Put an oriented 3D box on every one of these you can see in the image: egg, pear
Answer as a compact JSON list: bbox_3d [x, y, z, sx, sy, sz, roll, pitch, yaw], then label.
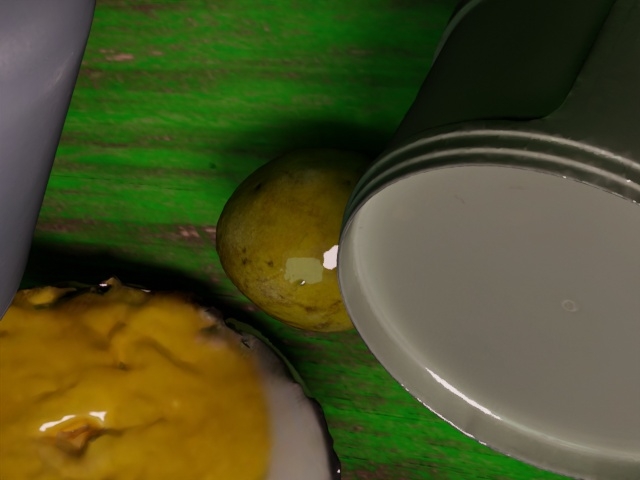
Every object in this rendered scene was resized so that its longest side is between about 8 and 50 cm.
[{"bbox_3d":[-0.143,0.194,1.236,0.337,0.337,0.201,18,160,15],"label":"egg"},{"bbox_3d":[0.000,0.000,1.058,0.131,0.107,0.107,-9,131,32],"label":"pear"}]

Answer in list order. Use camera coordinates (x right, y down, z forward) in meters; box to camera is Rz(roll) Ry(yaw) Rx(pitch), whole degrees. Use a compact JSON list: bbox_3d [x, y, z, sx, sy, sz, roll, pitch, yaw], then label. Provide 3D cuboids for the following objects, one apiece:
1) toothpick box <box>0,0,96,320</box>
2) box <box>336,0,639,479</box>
[{"bbox_3d":[-0.233,-0.096,1.007,0.263,0.263,0.355,29,145,0],"label":"toothpick box"},{"bbox_3d":[0.136,-0.009,0.912,0.226,0.149,0.226,19,143,15],"label":"box"}]
